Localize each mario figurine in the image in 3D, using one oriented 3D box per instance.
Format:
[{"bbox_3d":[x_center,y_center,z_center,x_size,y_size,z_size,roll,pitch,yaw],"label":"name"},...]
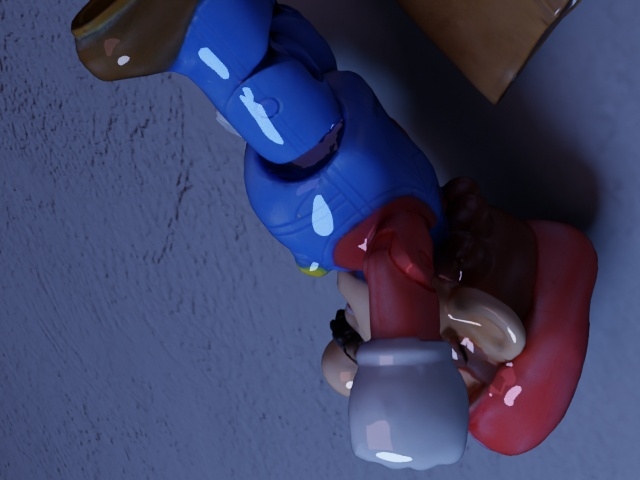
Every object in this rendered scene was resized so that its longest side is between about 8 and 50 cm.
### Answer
[{"bbox_3d":[0.000,0.000,0.569,0.320,0.198,0.170,48,143,-19],"label":"mario figurine"}]

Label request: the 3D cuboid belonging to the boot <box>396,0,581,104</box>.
[{"bbox_3d":[0.000,-0.178,0.580,0.280,0.096,0.264,43,133,1],"label":"boot"}]
